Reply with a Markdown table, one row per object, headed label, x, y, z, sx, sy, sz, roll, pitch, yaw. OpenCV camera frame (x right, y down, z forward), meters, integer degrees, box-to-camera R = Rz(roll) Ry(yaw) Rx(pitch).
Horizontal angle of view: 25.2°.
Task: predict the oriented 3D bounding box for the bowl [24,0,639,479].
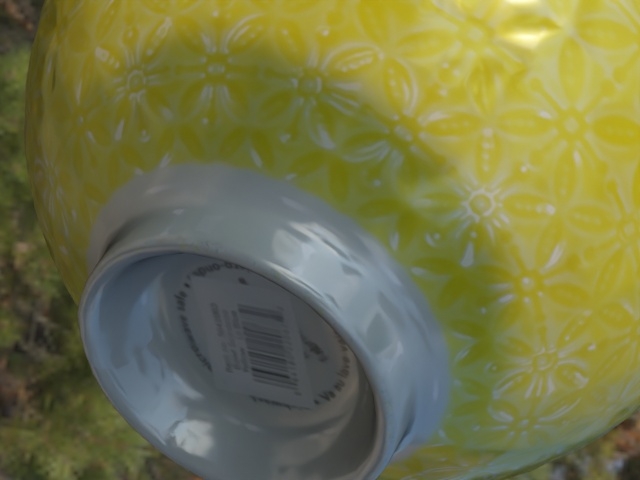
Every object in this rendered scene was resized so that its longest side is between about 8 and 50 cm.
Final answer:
| label | x | y | z | sx | sy | sz | roll | pitch | yaw |
| --- | --- | --- | --- | --- | --- | --- | --- | --- | --- |
| bowl | 0.000 | 0.000 | 0.516 | 0.156 | 0.289 | 0.289 | -57 | 161 | -44 |
